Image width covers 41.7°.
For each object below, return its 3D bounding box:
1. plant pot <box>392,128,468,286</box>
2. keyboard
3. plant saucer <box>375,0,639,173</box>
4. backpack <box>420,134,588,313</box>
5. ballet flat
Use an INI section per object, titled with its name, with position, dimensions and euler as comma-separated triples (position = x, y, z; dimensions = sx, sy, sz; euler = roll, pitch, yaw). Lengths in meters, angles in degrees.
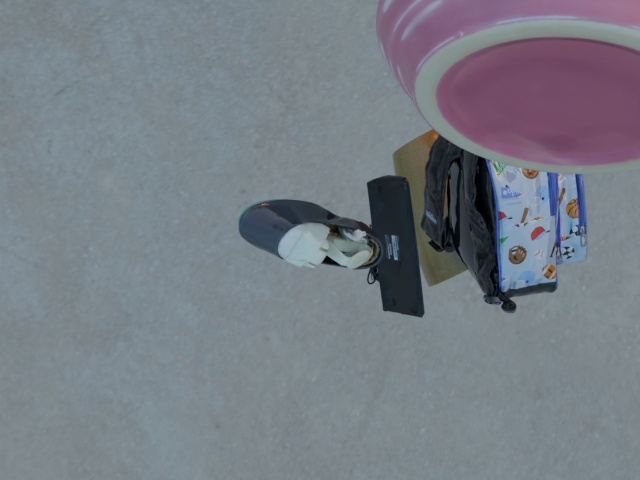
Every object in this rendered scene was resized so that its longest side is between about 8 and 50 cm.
[plant pot]
position = 0.246, -0.079, 1.564
dimensions = 0.237, 0.237, 0.254
euler = -29, 88, 29
[keyboard]
position = 0.101, 0.004, 1.127
dimensions = 0.100, 0.038, 0.192
euler = 9, 111, 47
[plant saucer]
position = 0.206, -0.145, 0.705
dimensions = 0.332, 0.332, 0.084
euler = 4, 70, 21
[backpack]
position = 0.283, -0.067, 1.281
dimensions = 0.213, 0.276, 0.263
euler = -19, 116, -8
[ballet flat]
position = 0.000, 0.000, 0.938
dimensions = 0.074, 0.203, 0.074
euler = -9, 77, 41
